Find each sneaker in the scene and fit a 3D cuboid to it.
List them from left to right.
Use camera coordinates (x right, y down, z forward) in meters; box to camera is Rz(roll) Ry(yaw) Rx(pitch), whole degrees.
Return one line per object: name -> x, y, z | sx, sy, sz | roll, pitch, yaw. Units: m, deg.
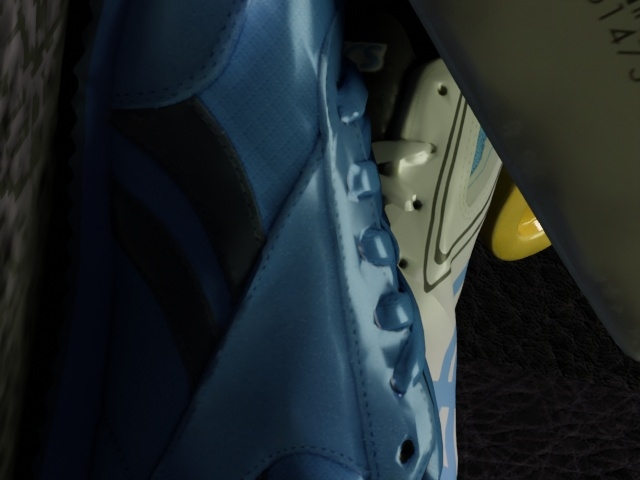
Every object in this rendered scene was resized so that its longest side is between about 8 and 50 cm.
sneaker -> -0.007, 0.008, 0.372 | 0.069, 0.082, 0.209 | -59, 159, -71
sneaker -> 0.000, 0.000, 0.495 | 0.086, 0.085, 0.237 | 68, 28, -45

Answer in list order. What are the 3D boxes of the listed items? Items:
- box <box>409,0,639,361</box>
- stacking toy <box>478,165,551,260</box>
box -> 0.071, -0.098, 0.454 | 0.113, 0.094, 0.275 | 57, 16, -26
stacking toy -> 0.110, -0.145, 1.032 | 0.309, 0.130, 0.279 | -54, 154, 21
